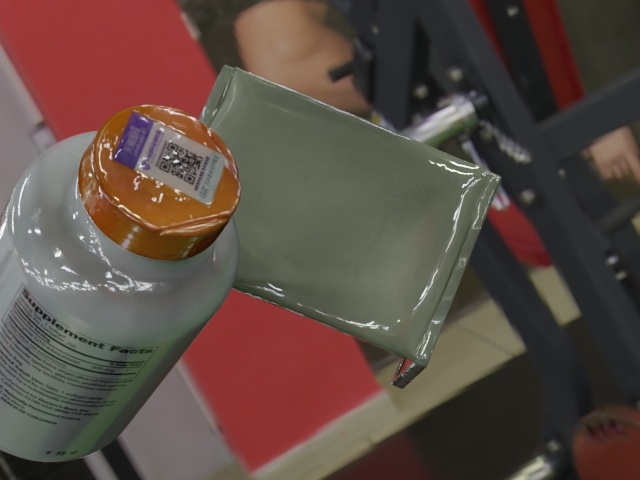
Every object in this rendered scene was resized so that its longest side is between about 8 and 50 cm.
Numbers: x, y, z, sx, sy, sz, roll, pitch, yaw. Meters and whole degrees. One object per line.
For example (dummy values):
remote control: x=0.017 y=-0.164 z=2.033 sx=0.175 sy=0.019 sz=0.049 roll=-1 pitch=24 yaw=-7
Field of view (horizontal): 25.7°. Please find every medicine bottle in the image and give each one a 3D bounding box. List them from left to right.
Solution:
medicine bottle: x=-0.153 y=0.028 z=0.959 sx=0.157 sy=0.157 sz=0.288 roll=-43 pitch=-5 yaw=-42

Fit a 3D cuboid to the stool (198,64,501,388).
stool: x=0.000 y=0.000 z=1.221 sx=0.269 sy=0.244 sz=0.170 roll=98 pitch=-165 yaw=-80
